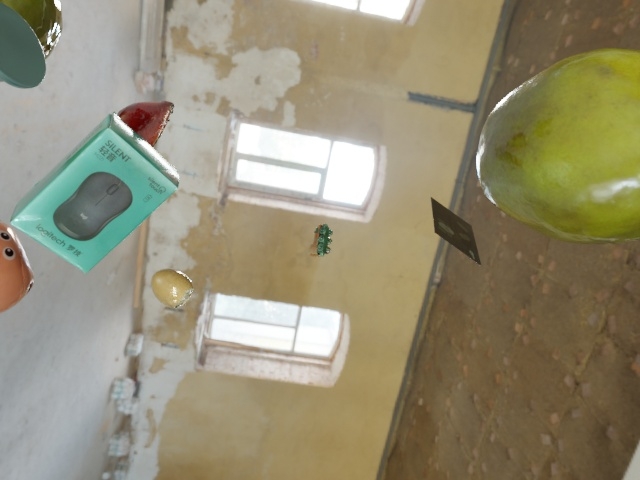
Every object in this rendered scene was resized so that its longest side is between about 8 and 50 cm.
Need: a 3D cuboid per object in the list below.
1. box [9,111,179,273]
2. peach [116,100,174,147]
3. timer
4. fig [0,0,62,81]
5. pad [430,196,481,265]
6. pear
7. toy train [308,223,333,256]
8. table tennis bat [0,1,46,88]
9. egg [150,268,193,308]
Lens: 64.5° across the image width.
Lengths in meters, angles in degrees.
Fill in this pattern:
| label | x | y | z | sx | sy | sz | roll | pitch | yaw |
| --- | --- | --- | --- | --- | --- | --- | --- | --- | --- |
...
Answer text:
| label | x | y | z | sx | sy | sz | roll | pitch | yaw |
| --- | --- | --- | --- | --- | --- | --- | --- | --- | --- |
| box | -0.499 | -0.102 | 1.140 | 0.311 | 0.205 | 0.118 | -41 | -144 | 4 |
| peach | -0.503 | -0.296 | 1.364 | 0.279 | 0.068 | 0.189 | -34 | -121 | 27 |
| timer | -0.764 | 0.061 | 1.118 | 0.229 | 0.214 | 0.230 | 29 | -51 | 44 |
| fig | -0.766 | -0.523 | 1.139 | 0.316 | 0.316 | 0.316 | -171 | -90 | -83 |
| pad | 0.302 | -0.026 | 1.142 | 0.004 | 0.127 | 0.190 | -51 | -170 | 27 |
| pear | 0.359 | -0.120 | 0.671 | 0.321 | 0.269 | 0.269 | 2 | -98 | 60 |
| toy train | 0.000 | 0.000 | 1.545 | 0.064 | 0.044 | 0.103 | -7 | -111 | 44 |
| table tennis bat | -0.575 | -0.362 | 0.882 | 0.244 | 0.040 | 0.153 | 30 | 50 | -72 |
| egg | -0.326 | 0.101 | 1.108 | 0.080 | 0.096 | 0.080 | -48 | 175 | -6 |
